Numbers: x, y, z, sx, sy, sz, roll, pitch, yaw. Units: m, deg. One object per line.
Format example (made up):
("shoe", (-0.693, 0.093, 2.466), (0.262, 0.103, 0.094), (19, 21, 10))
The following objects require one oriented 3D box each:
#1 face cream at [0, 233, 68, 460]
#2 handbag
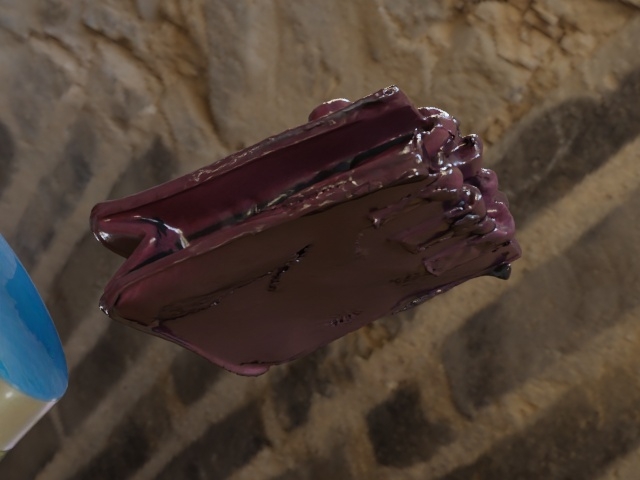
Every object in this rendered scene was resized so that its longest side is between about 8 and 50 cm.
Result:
("face cream", (-0.233, 0.089, 0.566), (0.285, 0.139, 0.067), (-44, -177, 27))
("handbag", (-0.001, -0.003, 0.674), (0.216, 0.203, 0.074), (-24, -113, 18))
